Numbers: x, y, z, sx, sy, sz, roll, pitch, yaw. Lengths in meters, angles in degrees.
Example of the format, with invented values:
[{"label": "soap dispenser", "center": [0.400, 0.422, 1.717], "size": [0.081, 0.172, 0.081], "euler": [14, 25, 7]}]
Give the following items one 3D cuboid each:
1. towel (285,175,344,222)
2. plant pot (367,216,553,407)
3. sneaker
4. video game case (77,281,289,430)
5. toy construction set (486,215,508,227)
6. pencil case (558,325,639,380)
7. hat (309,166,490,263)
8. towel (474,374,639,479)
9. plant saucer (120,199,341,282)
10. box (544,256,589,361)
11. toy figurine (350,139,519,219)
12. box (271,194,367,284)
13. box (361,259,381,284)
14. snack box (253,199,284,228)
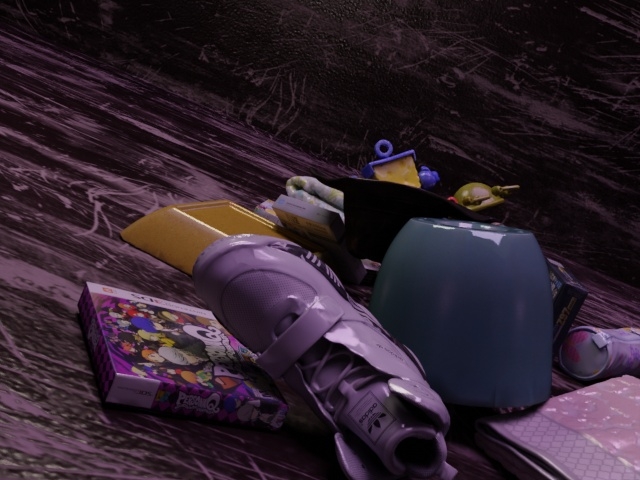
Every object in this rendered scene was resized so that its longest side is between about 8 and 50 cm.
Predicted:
[{"label": "towel", "center": [0.134, -0.034, 1.972], "size": [0.374, 0.090, 0.320], "euler": [30, 1, 34]}, {"label": "plant pot", "center": [0.212, 0.090, 1.212], "size": [0.293, 0.235, 0.293], "euler": [7, 6, -1]}, {"label": "sneaker", "center": [0.017, 0.139, 0.918], "size": [0.366, 0.137, 0.210], "euler": [40, 6, -24]}, {"label": "video game case", "center": [-0.170, 0.135, 0.968], "size": [0.210, 0.041, 0.232], "euler": [17, 14, -28]}, {"label": "toy construction set", "center": [0.274, 0.102, 1.606], "size": [0.237, 0.257, 0.309], "euler": [-3, 34, -27]}, {"label": "pencil case", "center": [0.621, 0.242, 1.752], "size": [0.273, 0.124, 0.113], "euler": [7, 60, -47]}, {"label": "hat", "center": [0.117, -0.023, 1.399], "size": [0.331, 0.133, 0.331], "euler": [16, 1, 0]}, {"label": "towel", "center": [0.418, 0.278, 1.056], "size": [0.317, 0.053, 0.332], "euler": [-9, 18, -25]}, {"label": "plant saucer", "center": [-0.134, 0.014, 1.458], "size": [0.333, 0.081, 0.333], "euler": [26, 14, 14]}, {"label": "box", "center": [0.487, 0.149, 1.756], "size": [0.059, 0.183, 0.232], "euler": [22, 13, -1]}, {"label": "toy figurine", "center": [0.193, -0.126, 1.670], "size": [0.363, 0.217, 0.191], "euler": [-19, -13, -13]}, {"label": "box", "center": [0.000, 0.000, 1.567], "size": [0.145, 0.038, 0.186], "euler": [20, -29, 36]}, {"label": "box", "center": [0.084, 0.047, 1.744], "size": [0.207, 0.036, 0.114], "euler": [13, 24, -48]}, {"label": "snack box", "center": [-0.098, -0.054, 1.897], "size": [0.100, 0.037, 0.141], "euler": [25, 12, 4]}]
